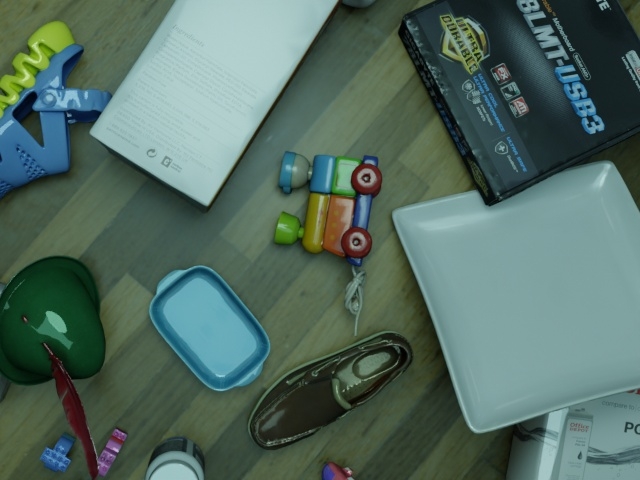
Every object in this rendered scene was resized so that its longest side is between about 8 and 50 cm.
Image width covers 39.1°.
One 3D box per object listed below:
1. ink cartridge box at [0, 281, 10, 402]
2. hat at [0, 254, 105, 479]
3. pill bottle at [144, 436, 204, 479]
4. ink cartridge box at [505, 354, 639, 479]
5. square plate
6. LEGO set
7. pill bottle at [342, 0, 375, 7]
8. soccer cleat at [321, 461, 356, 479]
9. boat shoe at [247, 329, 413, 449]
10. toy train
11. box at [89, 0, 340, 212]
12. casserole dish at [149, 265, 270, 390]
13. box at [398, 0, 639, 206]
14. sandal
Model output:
[{"bbox_3d":[-0.503,0.112,1.185,0.219,0.092,0.160,21,88,-6],"label":"ink cartridge box"},{"bbox_3d":[-0.292,0.143,1.138,0.173,0.183,0.208,-31,131,-42],"label":"hat"},{"bbox_3d":[-0.193,0.312,1.198,0.078,0.137,0.078,0,89,-7],"label":"pill bottle"},{"bbox_3d":[0.384,0.305,1.277,0.207,0.117,0.283,10,88,-6],"label":"ink cartridge box"},{"bbox_3d":[0.308,0.069,1.240,0.344,0.049,0.347,-13,60,-7],"label":"square plate"},{"bbox_3d":[-0.356,0.346,1.200,0.087,0.093,0.227,30,86,-6],"label":"LEGO set"},{"bbox_3d":[0.081,-0.466,1.230,0.153,0.153,0.265,36,85,-5],"label":"pill bottle"},{"bbox_3d":[0.064,0.425,1.260,0.095,0.083,0.248,-35,96,-1],"label":"soccer cleat"},{"bbox_3d":[0.013,0.204,1.244,0.257,0.095,0.095,-34,93,-6],"label":"boat shoe"},{"bbox_3d":[0.000,0.000,1.248,0.143,0.105,0.248,9,89,4],"label":"toy train"},{"bbox_3d":[-0.125,-0.226,1.173,0.168,0.215,0.345,32,86,-6],"label":"box"},{"bbox_3d":[-0.154,0.121,1.255,0.114,0.037,0.188,-40,95,-6],"label":"casserole dish"},{"bbox_3d":[0.305,-0.242,1.279,0.293,0.073,0.295,-25,84,-4],"label":"box"},{"bbox_3d":[-0.388,-0.130,1.190,0.138,0.126,0.317,35,87,-9],"label":"sandal"}]
